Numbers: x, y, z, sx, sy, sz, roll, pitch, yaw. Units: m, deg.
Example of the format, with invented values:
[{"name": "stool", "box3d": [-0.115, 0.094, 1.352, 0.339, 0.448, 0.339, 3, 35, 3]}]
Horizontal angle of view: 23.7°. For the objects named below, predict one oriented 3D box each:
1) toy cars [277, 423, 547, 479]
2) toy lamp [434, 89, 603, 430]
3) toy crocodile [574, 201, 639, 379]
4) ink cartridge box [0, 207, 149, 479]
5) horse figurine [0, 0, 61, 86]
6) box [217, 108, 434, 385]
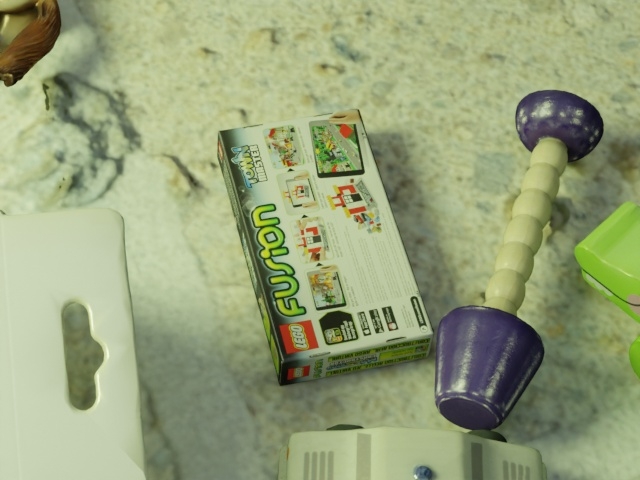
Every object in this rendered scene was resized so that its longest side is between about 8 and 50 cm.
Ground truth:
[{"name": "toy cars", "box3d": [0.140, 0.225, 0.962, 0.393, 0.087, 0.176, 39, 62, 19]}, {"name": "toy lamp", "box3d": [0.143, 0.011, 1.106, 0.080, 0.080, 0.275, 17, 58, 6]}, {"name": "toy crocodile", "box3d": [0.321, 0.093, 1.053, 0.115, 0.105, 0.340, -34, 66, -24]}, {"name": "ink cartridge box", "box3d": [-0.292, 0.100, 0.965, 0.353, 0.119, 0.207, -5, 72, -8]}, {"name": "horse figurine", "box3d": [-0.293, -0.209, 1.220, 0.174, 0.066, 0.263, -41, 66, -20]}, {"name": "box", "box3d": [0.000, 0.000, 1.126, 0.114, 0.036, 0.207, -10, 59, -11]}]
